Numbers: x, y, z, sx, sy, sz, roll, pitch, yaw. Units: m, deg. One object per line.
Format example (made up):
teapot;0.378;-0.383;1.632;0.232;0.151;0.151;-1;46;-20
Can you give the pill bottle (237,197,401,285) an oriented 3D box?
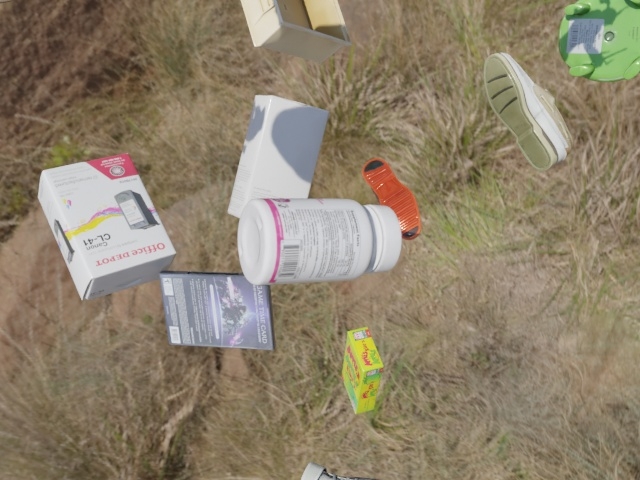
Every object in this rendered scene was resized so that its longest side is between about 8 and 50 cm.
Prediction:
pill bottle;0.000;0.000;1.306;0.283;0.160;0.160;-1;56;-27

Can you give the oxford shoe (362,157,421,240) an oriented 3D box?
oxford shoe;0.202;-0.099;1.821;0.097;0.098;0.271;-28;55;8

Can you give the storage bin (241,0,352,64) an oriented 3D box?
storage bin;-0.077;-0.641;1.889;0.123;0.262;0.260;-29;70;41

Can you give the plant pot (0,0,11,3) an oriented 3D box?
plant pot;-0.478;-0.443;0.936;0.110;0.237;0.237;20;75;52

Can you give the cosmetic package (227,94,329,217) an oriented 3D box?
cosmetic package;-0.126;-0.229;2.036;0.155;0.197;0.365;22;98;64

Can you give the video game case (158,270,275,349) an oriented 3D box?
video game case;-0.249;0.170;1.673;0.274;0.026;0.196;1;110;12

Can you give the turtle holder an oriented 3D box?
turtle holder;0.795;-0.552;1.795;0.320;0.227;0.243;-24;93;35

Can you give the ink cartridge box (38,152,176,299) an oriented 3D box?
ink cartridge box;-0.519;-0.039;1.674;0.226;0.131;0.306;-19;70;-35

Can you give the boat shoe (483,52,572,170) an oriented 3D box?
boat shoe;0.497;-0.318;1.653;0.103;0.113;0.302;-29;94;-24

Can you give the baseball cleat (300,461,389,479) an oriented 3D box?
baseball cleat;0.031;0.343;0.923;0.206;0.109;0.072;-39;16;53

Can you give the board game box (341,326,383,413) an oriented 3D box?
board game box;0.082;0.263;1.381;0.043;0.181;0.092;-12;52;-12
